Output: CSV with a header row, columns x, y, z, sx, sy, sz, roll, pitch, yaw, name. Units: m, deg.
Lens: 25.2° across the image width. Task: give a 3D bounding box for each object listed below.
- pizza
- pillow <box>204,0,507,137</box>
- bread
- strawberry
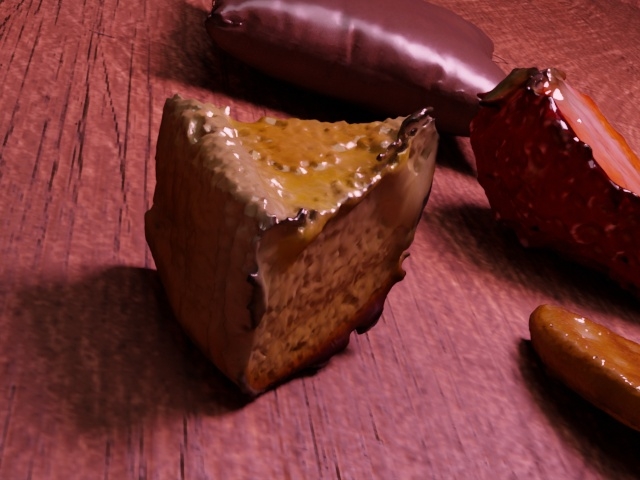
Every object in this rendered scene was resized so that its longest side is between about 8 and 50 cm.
x,y,z,sx,sy,sz,roll,pitch,yaw,name
0.213,0.094,0.900,0.176,0.036,0.184,17,12,-35,pizza
0.042,-0.191,1.360,0.305,0.108,0.308,18,19,-9,pillow
0.000,0.000,0.785,0.160,0.140,0.169,-1,31,-21,bread
0.204,-0.023,1.117,0.236,0.111,0.190,52,19,15,strawberry
